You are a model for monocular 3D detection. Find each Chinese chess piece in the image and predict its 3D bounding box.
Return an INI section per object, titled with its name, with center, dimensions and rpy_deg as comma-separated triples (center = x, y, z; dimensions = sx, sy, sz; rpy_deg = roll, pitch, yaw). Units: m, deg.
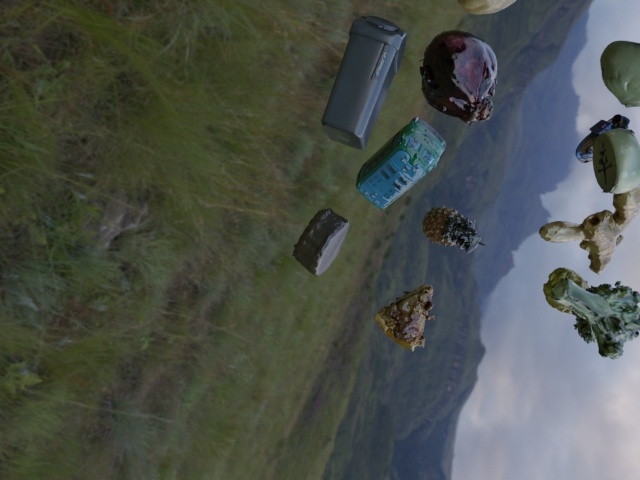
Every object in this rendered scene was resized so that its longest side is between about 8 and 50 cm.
[Chinese chess piece]
center = 0.858, -0.229, 1.578
dimensions = 0.188, 0.083, 0.189
rpy_deg = -9, 90, -82

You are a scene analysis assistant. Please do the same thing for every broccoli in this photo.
[broccoli]
center = 0.684, 0.201, 1.365
dimensions = 0.177, 0.274, 0.199
rpy_deg = -25, -117, 53

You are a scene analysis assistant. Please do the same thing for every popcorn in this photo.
[popcorn]
center = 1.042, 0.214, 2.288
dimensions = 0.197, 0.155, 0.198
rpy_deg = -28, -124, 52

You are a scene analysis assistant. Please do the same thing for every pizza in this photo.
[pizza]
center = 0.233, 0.191, 1.415
dimensions = 0.069, 0.154, 0.194
rpy_deg = -15, 141, -52

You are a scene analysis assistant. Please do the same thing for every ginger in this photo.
[ginger]
center = 1.008, -0.047, 1.910
dimensions = 0.363, 0.348, 0.122
rpy_deg = -41, -140, 27

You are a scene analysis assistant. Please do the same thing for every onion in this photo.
[onion]
center = 0.387, -0.479, 1.532
dimensions = 0.281, 0.221, 0.281
rpy_deg = -22, 90, -78

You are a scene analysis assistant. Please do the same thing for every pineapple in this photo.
[pineapple]
center = 0.497, -0.041, 2.003
dimensions = 0.340, 0.169, 0.169
rpy_deg = -137, -122, -78

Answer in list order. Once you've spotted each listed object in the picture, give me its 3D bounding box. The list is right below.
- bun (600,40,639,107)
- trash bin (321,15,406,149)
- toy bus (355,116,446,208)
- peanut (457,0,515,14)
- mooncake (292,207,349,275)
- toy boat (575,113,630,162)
[bun]
center = 1.029, -0.518, 1.742
dimensions = 0.293, 0.293, 0.187
rpy_deg = -62, 173, -65
[trash bin]
center = 0.085, -0.309, 1.058
dimensions = 0.176, 0.101, 0.236
rpy_deg = 5, 106, -85
[toy bus]
center = 0.289, -0.276, 2.049
dimensions = 0.343, 0.183, 0.199
rpy_deg = -42, -168, 45
[peanut]
center = 0.431, -0.696, 1.209
dimensions = 0.387, 0.169, 0.192
rpy_deg = -62, -148, 19
[mooncake]
center = 0.000, 0.000, 1.853
dimensions = 0.228, 0.124, 0.228
rpy_deg = -53, 167, -18
[toy boat]
center = 0.995, -0.367, 1.928
dimensions = 0.097, 0.223, 0.100
rpy_deg = 52, -2, -40
